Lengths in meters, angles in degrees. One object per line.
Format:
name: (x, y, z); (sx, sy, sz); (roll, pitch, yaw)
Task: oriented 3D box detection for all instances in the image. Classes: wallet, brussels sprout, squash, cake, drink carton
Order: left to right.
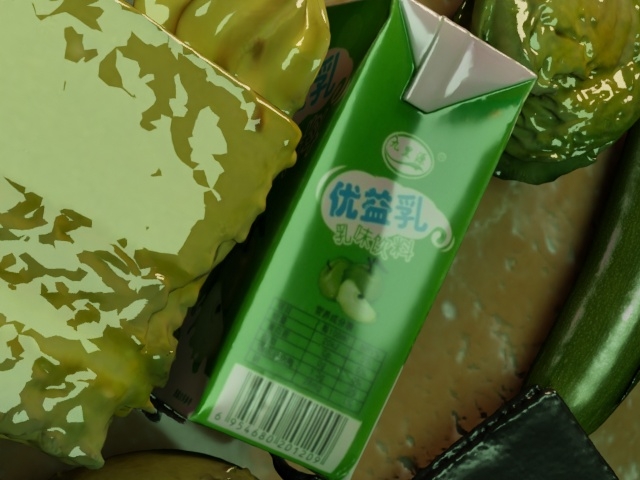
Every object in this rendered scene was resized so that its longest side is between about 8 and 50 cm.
cake: (-0.149, -0.057, 0.776); (0.227, 0.222, 0.286); (31, 82, -22)
drink carton: (0.000, 0.000, 0.870); (0.108, 0.161, 0.271); (28, 85, -21)
wallet: (0.081, 0.208, 0.957); (0.244, 0.025, 0.124); (-38, 107, -2)
brussels sprout: (0.151, -0.132, 0.955); (0.139, 0.100, 0.181); (25, 59, -20)
squash: (0.206, 0.018, 0.996); (0.080, 0.071, 0.318); (25, 87, -41)

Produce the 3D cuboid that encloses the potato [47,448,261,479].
potato: (-0.146, 0.253, 0.767); (0.359, 0.269, 0.219); (-23, 56, -24)
